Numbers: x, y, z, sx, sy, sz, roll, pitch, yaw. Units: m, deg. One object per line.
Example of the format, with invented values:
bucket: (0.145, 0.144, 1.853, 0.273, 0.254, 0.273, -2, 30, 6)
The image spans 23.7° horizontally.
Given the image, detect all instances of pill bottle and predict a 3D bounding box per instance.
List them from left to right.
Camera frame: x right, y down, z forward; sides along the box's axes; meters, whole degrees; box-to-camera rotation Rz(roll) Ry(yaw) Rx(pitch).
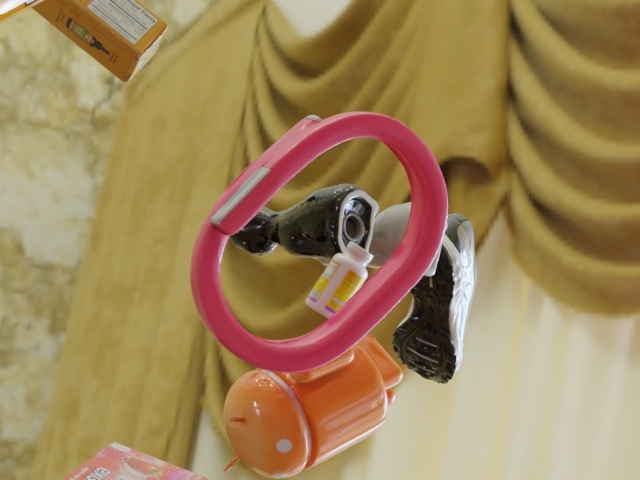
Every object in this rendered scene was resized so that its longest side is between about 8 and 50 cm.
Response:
pill bottle: (0.022, 0.044, 1.639, 0.043, 0.083, 0.043, 33, -2, 1)

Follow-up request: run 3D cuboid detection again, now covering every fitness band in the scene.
fitness band: (0.000, 0.000, 1.537, 0.209, 0.291, 0.054, 52, -13, -24)

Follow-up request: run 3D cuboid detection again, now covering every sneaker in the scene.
sneaker: (0.163, 0.082, 2.012, 0.100, 0.108, 0.272, 24, -45, 22)

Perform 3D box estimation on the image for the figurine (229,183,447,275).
figurine: (0.012, -0.009, 1.835, 0.209, 0.092, 0.214, 0, -7, 42)

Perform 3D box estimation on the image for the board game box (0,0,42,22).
board game box: (-0.467, -0.381, 1.353, 0.356, 0.356, 0.356, 27, -49, 20)

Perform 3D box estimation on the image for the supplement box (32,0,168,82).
supplement box: (-0.322, -0.323, 2.060, 0.233, 0.080, 0.078, 41, -34, -1)

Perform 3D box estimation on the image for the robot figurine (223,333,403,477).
robot figurine: (-0.014, 0.183, 1.680, 0.219, 0.128, 0.158, -23, 5, -31)

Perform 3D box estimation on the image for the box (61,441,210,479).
box: (-0.255, 0.368, 1.816, 0.142, 0.154, 0.300, 20, 11, 9)
